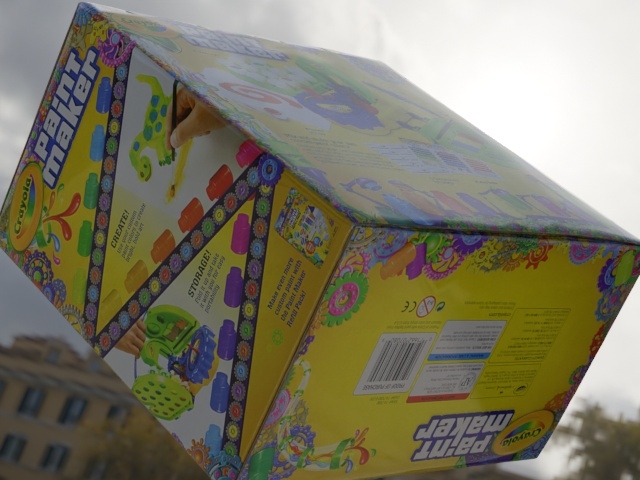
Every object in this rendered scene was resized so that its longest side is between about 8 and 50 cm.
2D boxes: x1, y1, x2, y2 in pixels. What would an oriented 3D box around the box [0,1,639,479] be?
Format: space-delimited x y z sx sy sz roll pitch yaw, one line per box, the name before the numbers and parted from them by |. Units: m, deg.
box | 0.000 0.000 0.935 0.290 0.177 0.279 4 29 -46
